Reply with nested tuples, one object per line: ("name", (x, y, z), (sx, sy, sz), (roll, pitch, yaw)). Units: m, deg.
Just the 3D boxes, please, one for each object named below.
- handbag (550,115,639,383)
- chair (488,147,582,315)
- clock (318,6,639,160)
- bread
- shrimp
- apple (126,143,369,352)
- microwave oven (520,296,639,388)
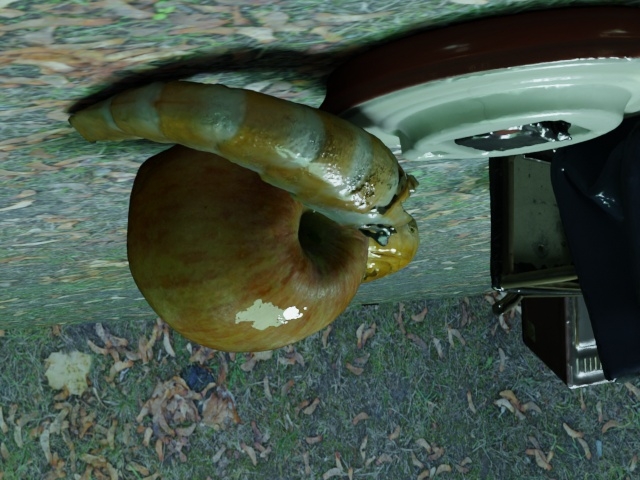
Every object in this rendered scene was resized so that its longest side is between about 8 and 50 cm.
("handbag", (0.361, 0.002, 1.535), (0.325, 0.269, 0.118), (-16, -173, -39))
("chair", (0.246, -0.026, 1.699), (0.166, 0.188, 0.272), (6, 170, -35))
("clock", (0.154, -0.112, 1.318), (0.318, 0.080, 0.318), (-8, 174, -1))
("bread", (0.001, 0.000, 1.977), (0.236, 0.120, 0.198), (-8, 173, 11))
("shrimp", (-0.069, -0.071, 1.268), (0.287, 0.068, 0.185), (9, 164, 7))
("apple", (-0.064, -0.004, 1.464), (0.211, 0.211, 0.188), (-2, 174, -45))
("microwave oven", (0.344, 0.031, 1.982), (0.178, 0.247, 0.188), (-7, -164, -9))
